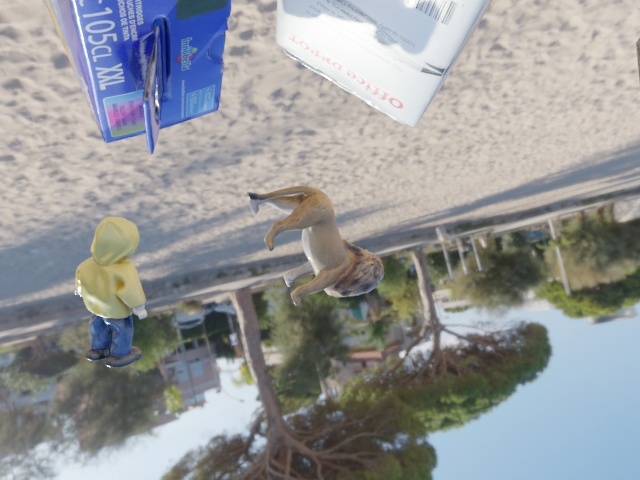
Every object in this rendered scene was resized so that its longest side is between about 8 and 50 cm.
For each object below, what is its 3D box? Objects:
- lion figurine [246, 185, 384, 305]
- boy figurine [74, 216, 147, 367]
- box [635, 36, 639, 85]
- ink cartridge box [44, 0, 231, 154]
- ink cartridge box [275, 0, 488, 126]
[{"bbox_3d":[0.000,0.000,1.360,0.240,0.392,0.142,-25,-145,-2],"label":"lion figurine"},{"bbox_3d":[-0.406,0.093,1.099,0.177,0.285,0.092,7,-170,26],"label":"boy figurine"},{"bbox_3d":[0.535,-0.230,0.767,0.180,0.147,0.077,14,147,3],"label":"box"},{"bbox_3d":[-0.210,-0.289,0.577,0.151,0.395,0.270,-23,168,-20],"label":"ink cartridge box"},{"bbox_3d":[0.100,-0.378,0.804,0.166,0.285,0.395,-55,176,-18],"label":"ink cartridge box"}]
